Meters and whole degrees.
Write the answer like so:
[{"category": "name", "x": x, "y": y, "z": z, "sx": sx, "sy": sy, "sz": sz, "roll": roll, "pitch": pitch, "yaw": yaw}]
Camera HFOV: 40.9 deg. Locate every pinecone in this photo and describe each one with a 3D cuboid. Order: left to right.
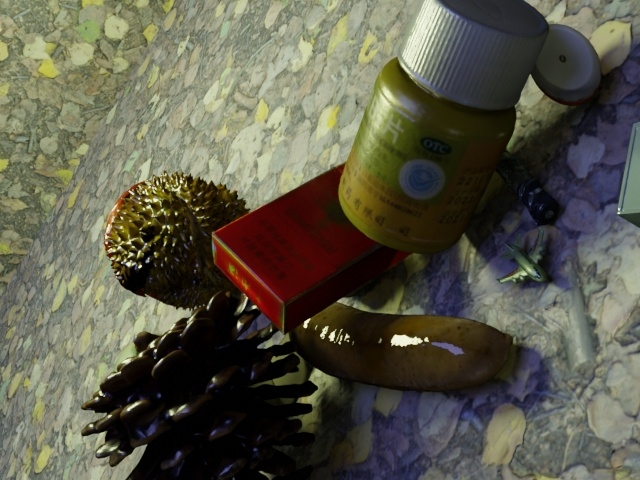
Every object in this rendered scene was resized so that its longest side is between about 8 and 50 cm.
[{"category": "pinecone", "x": -0.183, "y": 0.282, "z": 1.466, "sx": 0.398, "sy": 0.398, "sz": 0.398, "roll": -33, "pitch": 45, "yaw": 41}]

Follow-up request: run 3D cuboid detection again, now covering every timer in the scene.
[{"category": "timer", "x": 0.372, "y": -0.263, "z": 1.303, "sx": 0.099, "sy": 0.136, "sz": 0.136, "roll": -28, "pitch": 46, "yaw": 21}]

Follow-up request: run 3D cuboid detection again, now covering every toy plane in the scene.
[{"category": "toy plane", "x": 0.306, "y": 0.032, "z": 1.270, "sx": 0.102, "sy": 0.040, "sz": 0.111, "roll": -58, "pitch": 34, "yaw": 17}]

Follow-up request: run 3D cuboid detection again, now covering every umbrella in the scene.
[{"category": "umbrella", "x": 0.312, "y": -0.094, "z": 1.334, "sx": 0.046, "sy": 0.050, "sz": 0.188, "roll": -33, "pitch": 40, "yaw": 9}]

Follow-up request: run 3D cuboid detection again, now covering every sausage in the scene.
[{"category": "sausage", "x": 0.101, "y": 0.175, "z": 1.403, "sx": 0.136, "sy": 0.123, "sz": 0.501, "roll": -42, "pitch": 23, "yaw": -27}]

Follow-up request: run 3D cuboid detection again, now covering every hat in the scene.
[{"category": "hat", "x": -0.122, "y": 0.266, "z": 1.677, "sx": 0.166, "sy": 0.144, "sz": 0.173, "roll": -131, "pitch": 46, "yaw": -53}]

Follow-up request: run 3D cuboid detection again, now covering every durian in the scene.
[{"category": "durian", "x": -0.313, "y": -0.001, "z": 1.912, "sx": 0.384, "sy": 0.347, "sz": 0.347, "roll": 32, "pitch": 97, "yaw": 57}]

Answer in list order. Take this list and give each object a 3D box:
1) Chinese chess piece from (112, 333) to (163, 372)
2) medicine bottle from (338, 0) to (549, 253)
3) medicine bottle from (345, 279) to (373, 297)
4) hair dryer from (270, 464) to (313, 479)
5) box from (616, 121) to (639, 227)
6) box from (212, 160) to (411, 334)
[{"category": "Chinese chess piece", "x": -0.312, "y": 0.304, "z": 1.799, "sx": 0.101, "sy": 0.250, "sz": 0.250, "roll": -59, "pitch": 33, "yaw": 20}, {"category": "medicine bottle", "x": 0.181, "y": -0.185, "z": 1.308, "sx": 0.224, "sy": 0.224, "sz": 0.384, "roll": -108, "pitch": 31, "yaw": -47}, {"category": "medicine bottle", "x": 0.009, "y": 0.021, "z": 1.633, "sx": 0.212, "sy": 0.122, "sz": 0.122, "roll": 31, "pitch": 96, "yaw": 58}, {"category": "hair dryer", "x": -0.142, "y": 0.524, "z": 1.553, "sx": 0.352, "sy": 0.189, "sz": 0.107, "roll": -36, "pitch": 42, "yaw": 4}, {"category": "box", "x": 0.487, "y": -0.084, "z": 1.038, "sx": 0.225, "sy": 0.086, "sz": 0.129, "roll": -3, "pitch": 69, "yaw": 55}, {"category": "box", "x": 0.000, "y": 0.001, "z": 1.458, "sx": 0.197, "sy": 0.313, "sz": 0.089, "roll": 42, "pitch": 149, "yaw": 32}]
